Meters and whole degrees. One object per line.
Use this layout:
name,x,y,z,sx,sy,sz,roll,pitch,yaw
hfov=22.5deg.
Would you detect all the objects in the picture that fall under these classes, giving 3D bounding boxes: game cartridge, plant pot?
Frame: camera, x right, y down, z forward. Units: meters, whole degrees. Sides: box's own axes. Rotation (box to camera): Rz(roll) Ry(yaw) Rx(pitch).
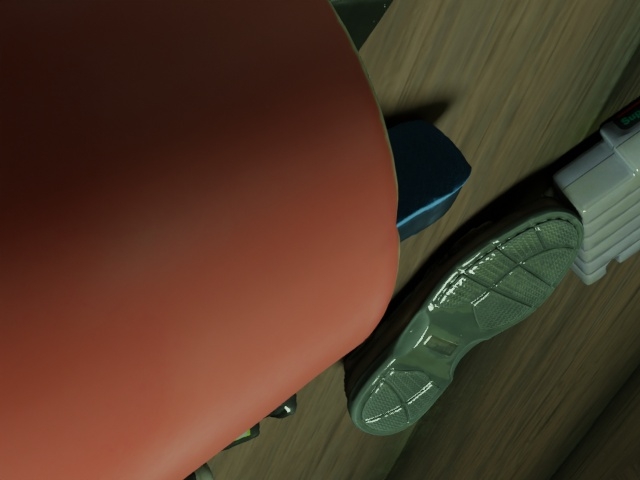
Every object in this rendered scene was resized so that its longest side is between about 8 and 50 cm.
game cartridge,0.364,-0.110,1.447,0.355,0.068,0.230,-35,155,-3
plant pot,-0.122,-0.005,0.609,0.243,0.275,0.275,-24,156,-28

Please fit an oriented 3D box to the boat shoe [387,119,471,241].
boat shoe,0.000,0.000,1.048,0.258,0.109,0.089,-14,153,-40

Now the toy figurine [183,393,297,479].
toy figurine,-0.137,0.066,0.825,0.148,0.213,0.209,-18,156,-35

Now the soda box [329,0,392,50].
soda box,-0.031,-0.090,0.877,0.060,0.053,0.169,-14,151,-45

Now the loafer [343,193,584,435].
loafer,0.110,0.051,1.393,0.096,0.084,0.267,32,110,-34
